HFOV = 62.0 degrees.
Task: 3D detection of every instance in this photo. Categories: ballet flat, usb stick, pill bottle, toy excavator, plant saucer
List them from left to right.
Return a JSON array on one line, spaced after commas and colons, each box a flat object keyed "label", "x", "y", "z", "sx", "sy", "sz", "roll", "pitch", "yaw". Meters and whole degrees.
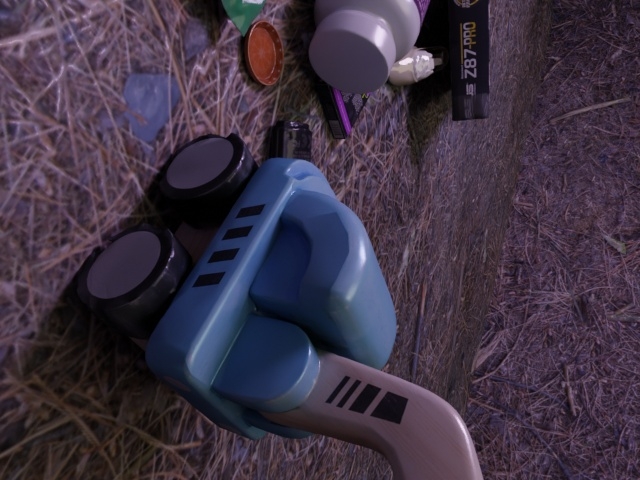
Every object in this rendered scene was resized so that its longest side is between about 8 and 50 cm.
[{"label": "plant saucer", "x": -0.078, "y": -0.254, "z": 0.726, "sx": 0.083, "sy": 0.013, "sz": 0.083, "roll": -20, "pitch": 113, "yaw": -59}, {"label": "usb stick", "x": -0.049, "y": -0.036, "z": 0.798, "sx": 0.077, "sy": 0.045, "sz": 0.278, "roll": -7, "pitch": 102, "yaw": -54}, {"label": "toy excavator", "x": -0.005, "y": 0.110, "z": 0.493, "sx": 0.433, "sy": 0.445, "sz": 0.222, "roll": -64, "pitch": 146, "yaw": -31}, {"label": "pill bottle", "x": 0.087, "y": -0.385, "z": 0.836, "sx": 0.169, "sy": 0.169, "sz": 0.301, "roll": 54, "pitch": 49, "yaw": -51}, {"label": "ballet flat", "x": 0.223, "y": -0.392, "z": 1.172, "sx": 0.248, "sy": 0.086, "sz": 0.086, "roll": -38, "pitch": 129, "yaw": -52}]

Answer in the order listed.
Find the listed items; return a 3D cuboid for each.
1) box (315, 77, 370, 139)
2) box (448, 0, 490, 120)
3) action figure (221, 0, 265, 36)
[{"label": "box", "x": 0.049, "y": -0.275, "z": 0.937, "sx": 0.162, "sy": 0.029, "sz": 0.116, "roll": -61, "pitch": 146, "yaw": -32}, {"label": "box", "x": 0.363, "y": -0.497, "z": 1.299, "sx": 0.395, "sy": 0.097, "sz": 0.318, "roll": -64, "pitch": 147, "yaw": -59}, {"label": "action figure", "x": -0.121, "y": -0.355, "z": 0.573, "sx": 0.232, "sy": 0.063, "sz": 0.137, "roll": 46, "pitch": 58, "yaw": -60}]
